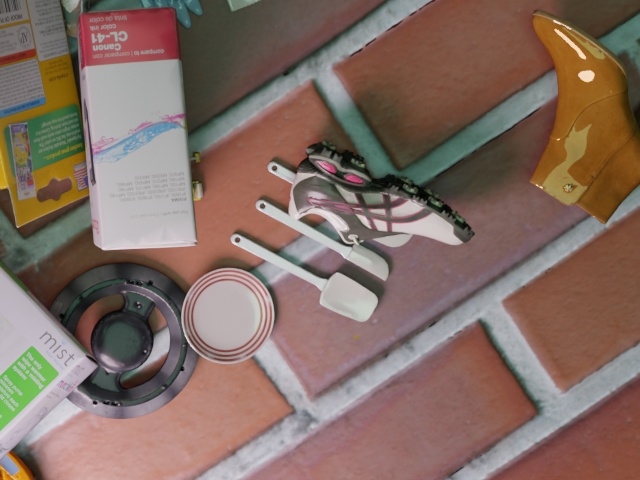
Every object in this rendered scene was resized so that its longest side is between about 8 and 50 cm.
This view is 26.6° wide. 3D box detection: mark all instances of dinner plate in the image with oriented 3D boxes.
[{"bbox_3d":[-0.137,0.110,1.985,0.141,0.017,0.141,-1,92,-21],"label":"dinner plate"}]

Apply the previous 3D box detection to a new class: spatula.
[{"bbox_3d":[0.000,0.000,1.994,0.242,0.019,0.168,27,97,-11],"label":"spatula"}]

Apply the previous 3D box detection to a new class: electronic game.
[{"bbox_3d":[-0.289,0.146,1.970,0.229,0.048,0.229,-1,94,-12],"label":"electronic game"}]

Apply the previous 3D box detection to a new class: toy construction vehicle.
[{"bbox_3d":[-0.219,-0.085,1.943,0.098,0.035,0.085,-4,101,-6],"label":"toy construction vehicle"}]

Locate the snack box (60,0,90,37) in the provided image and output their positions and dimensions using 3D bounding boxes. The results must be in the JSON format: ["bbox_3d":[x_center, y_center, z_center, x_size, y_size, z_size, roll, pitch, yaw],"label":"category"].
[{"bbox_3d":[-0.351,-0.373,1.882,0.064,0.022,0.178,4,100,-6],"label":"snack box"}]

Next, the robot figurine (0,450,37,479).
[{"bbox_3d":[-0.525,0.340,1.959,0.211,0.085,0.291,-39,102,0],"label":"robot figurine"}]

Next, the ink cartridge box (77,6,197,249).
[{"bbox_3d":[-0.248,-0.145,1.799,0.131,0.226,0.306,-4,92,-12],"label":"ink cartridge box"}]

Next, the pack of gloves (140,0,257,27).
[{"bbox_3d":[-0.183,-0.419,1.883,0.195,0.046,0.232,-23,102,-1],"label":"pack of gloves"}]

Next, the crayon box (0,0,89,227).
[{"bbox_3d":[-0.413,-0.195,1.807,0.083,0.203,0.322,-3,104,24],"label":"crayon box"}]

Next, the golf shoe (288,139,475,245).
[{"bbox_3d":[0.087,-0.043,1.958,0.273,0.105,0.120,24,100,-4],"label":"golf shoe"}]

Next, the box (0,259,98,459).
[{"bbox_3d":[-0.480,0.153,1.859,0.231,0.127,0.262,-44,82,-7],"label":"box"}]

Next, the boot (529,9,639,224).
[{"bbox_3d":[0.366,-0.172,1.963,0.295,0.104,0.211,38,94,-16],"label":"boot"}]
